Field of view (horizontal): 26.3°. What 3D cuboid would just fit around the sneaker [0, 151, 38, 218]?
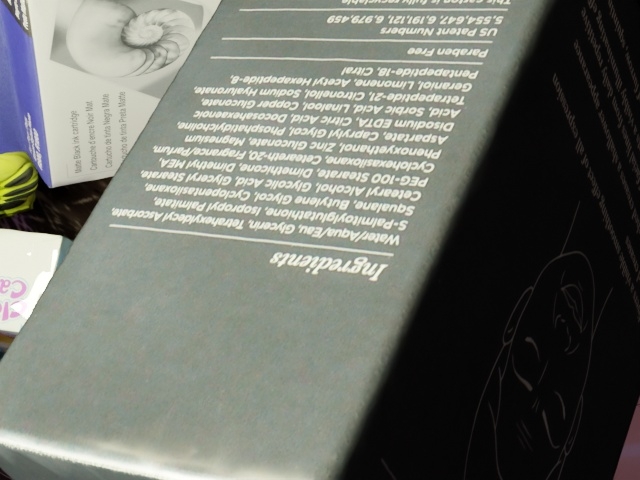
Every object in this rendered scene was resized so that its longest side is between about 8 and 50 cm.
[{"bbox_3d":[-0.299,-0.081,1.180,0.109,0.124,0.295,-8,176,-22],"label":"sneaker"}]

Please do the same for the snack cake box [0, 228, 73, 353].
[{"bbox_3d":[-0.258,0.059,1.254,0.152,0.089,0.264,8,168,17],"label":"snack cake box"}]

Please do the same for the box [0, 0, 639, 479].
[{"bbox_3d":[0.043,0.036,0.783,0.212,0.395,0.293,5,144,32],"label":"box"}]

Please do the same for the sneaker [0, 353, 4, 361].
[{"bbox_3d":[-0.338,0.159,1.591,0.223,0.083,0.098,3,148,33],"label":"sneaker"}]

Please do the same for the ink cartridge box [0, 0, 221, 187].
[{"bbox_3d":[-0.143,-0.117,0.917,0.224,0.045,0.223,-11,151,-11],"label":"ink cartridge box"}]

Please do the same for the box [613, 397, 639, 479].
[{"bbox_3d":[0.188,0.116,1.067,0.148,0.121,0.311,31,150,-10],"label":"box"}]
